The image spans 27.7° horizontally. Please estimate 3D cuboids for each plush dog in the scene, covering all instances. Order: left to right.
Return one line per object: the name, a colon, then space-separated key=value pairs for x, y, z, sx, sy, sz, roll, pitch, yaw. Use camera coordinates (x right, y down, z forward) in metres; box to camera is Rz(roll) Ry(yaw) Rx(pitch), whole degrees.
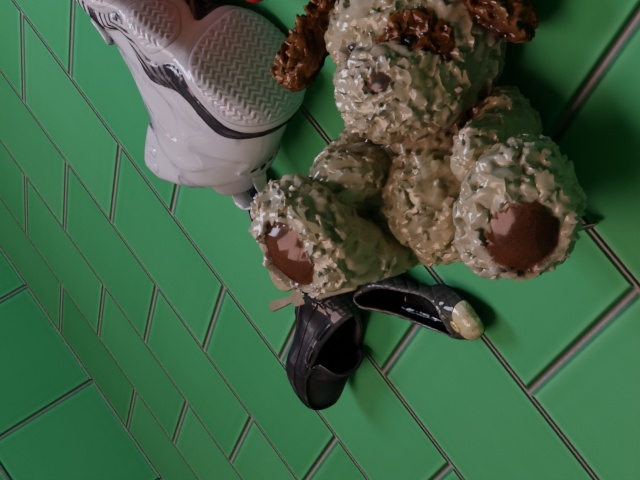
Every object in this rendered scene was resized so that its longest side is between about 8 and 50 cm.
plush dog: x=0.082 y=-0.095 z=0.959 sx=0.262 sy=0.210 sz=0.226 roll=-5 pitch=102 yaw=34

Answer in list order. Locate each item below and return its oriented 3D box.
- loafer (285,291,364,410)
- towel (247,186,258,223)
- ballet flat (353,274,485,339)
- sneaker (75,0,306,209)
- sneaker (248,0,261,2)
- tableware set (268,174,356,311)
loafer: x=0.008 y=0.126 z=1.444 sx=0.078 sy=0.076 sz=0.223 roll=52 pitch=153 yaw=33
towel: x=-0.067 y=-0.044 z=1.423 sx=0.009 sy=0.060 sz=0.083 roll=-3 pitch=124 yaw=19
ballet flat: x=0.096 y=0.068 z=1.234 sx=0.173 sy=0.049 sz=0.058 roll=16 pitch=134 yaw=57
sneaker: x=-0.164 y=-0.189 z=1.320 sx=0.366 sy=0.137 sz=0.210 roll=45 pitch=151 yaw=21
sneaker: x=-0.138 y=-0.278 z=1.188 sx=0.279 sy=0.118 sz=0.107 roll=38 pitch=150 yaw=38
tableware set: x=0.000 y=0.000 z=1.334 sx=0.194 sy=0.039 sz=0.128 roll=-20 pitch=71 yaw=60
